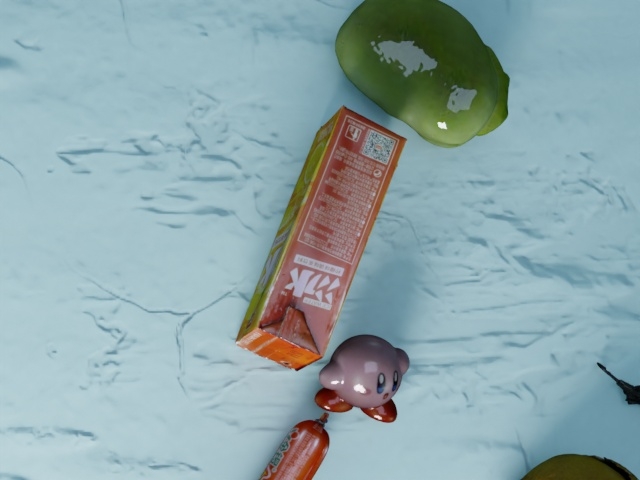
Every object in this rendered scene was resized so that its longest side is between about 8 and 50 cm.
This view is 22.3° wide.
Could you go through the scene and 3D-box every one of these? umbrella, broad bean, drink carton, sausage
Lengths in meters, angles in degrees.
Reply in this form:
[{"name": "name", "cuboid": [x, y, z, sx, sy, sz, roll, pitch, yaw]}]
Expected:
[{"name": "umbrella", "cuboid": [0.323, 0.164, 1.564, 0.149, 0.022, 0.022, 38, 98, -5]}, {"name": "broad bean", "cuboid": [0.102, -0.164, 1.541, 0.174, 0.082, 0.124, 47, 73, -3]}, {"name": "drink carton", "cuboid": [0.000, 0.000, 1.471, 0.071, 0.096, 0.223, 25, 73, -9]}, {"name": "sausage", "cuboid": [-0.032, 0.213, 1.445, 0.048, 0.050, 0.145, 21, 69, 33]}]

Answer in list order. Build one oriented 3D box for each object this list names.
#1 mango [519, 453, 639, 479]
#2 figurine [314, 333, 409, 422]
[{"name": "mango", "cuboid": [0.235, 0.300, 1.448, 0.136, 0.166, 0.236, 40, 39, -48]}, {"name": "figurine", "cuboid": [0.038, 0.120, 1.472, 0.083, 0.071, 0.067, 3, 33, -26]}]
